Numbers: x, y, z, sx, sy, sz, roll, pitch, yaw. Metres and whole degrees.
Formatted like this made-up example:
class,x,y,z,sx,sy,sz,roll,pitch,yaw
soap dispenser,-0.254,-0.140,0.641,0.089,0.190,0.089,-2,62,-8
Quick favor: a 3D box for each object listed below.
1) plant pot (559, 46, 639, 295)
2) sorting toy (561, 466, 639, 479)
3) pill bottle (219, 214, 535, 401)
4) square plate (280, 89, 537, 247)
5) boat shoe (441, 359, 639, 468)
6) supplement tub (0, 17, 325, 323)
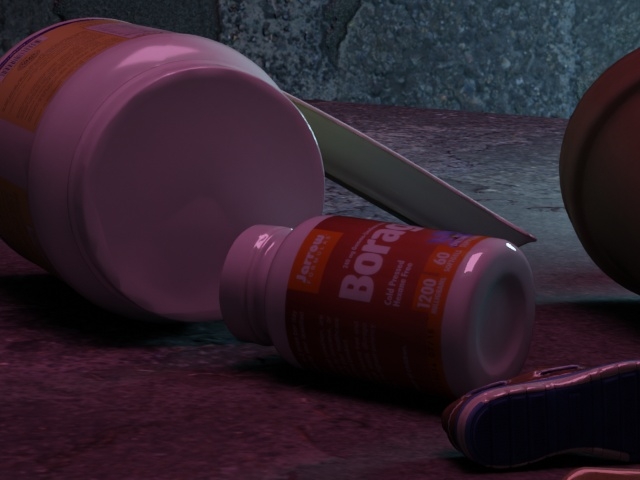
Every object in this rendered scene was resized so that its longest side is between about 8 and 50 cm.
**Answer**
class,x,y,z,sx,sy,sz,roll,pitch,yaw
plant pot,0.354,-0.023,1.696,0.263,0.263,0.229,2,27,-5
sorting toy,0.198,0.157,1.036,0.307,0.041,0.229,3,9,-3
pill bottle,0.038,0.045,1.433,0.216,0.121,0.121,8,11,32
square plate,0.041,-0.071,1.939,0.344,0.049,0.347,30,1,0
boat shoe,0.164,0.106,1.266,0.183,0.066,0.066,-1,8,-22
supplement tub,-0.153,-0.062,1.666,0.241,0.241,0.331,-1,10,-24
